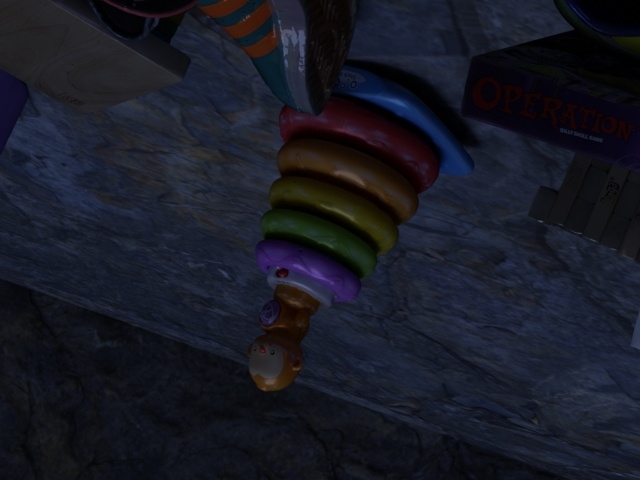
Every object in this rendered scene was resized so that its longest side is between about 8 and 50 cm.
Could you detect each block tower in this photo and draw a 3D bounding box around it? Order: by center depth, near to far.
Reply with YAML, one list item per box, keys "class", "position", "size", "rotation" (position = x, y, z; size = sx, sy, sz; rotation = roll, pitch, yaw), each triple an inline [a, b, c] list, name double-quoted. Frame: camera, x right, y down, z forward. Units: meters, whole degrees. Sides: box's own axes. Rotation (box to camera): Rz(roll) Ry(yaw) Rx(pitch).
- class: "block tower"
  position: [0.346, 0.007, 1.345]
  size: [0.335, 0.097, 0.091]
  rotation: [24, -175, 22]

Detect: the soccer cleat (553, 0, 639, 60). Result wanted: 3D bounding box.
- class: "soccer cleat"
  position: [0.278, -0.136, 1.027]
  size: [0.289, 0.093, 0.121]
  rotation: [18, -176, 25]

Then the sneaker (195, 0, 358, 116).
- class: "sneaker"
  position: [-0.052, -0.209, 1.280]
  size: [0.121, 0.108, 0.302]
  rotation: [18, 156, 19]

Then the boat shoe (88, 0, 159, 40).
- class: "boat shoe"
  position: [-0.165, -0.250, 1.288]
  size: [0.108, 0.102, 0.301]
  rotation: [21, 164, 6]

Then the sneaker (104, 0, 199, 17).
- class: "sneaker"
  position: [-0.222, -0.248, 1.117]
  size: [0.314, 0.116, 0.136]
  rotation: [30, 180, -19]

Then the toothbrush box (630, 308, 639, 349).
- class: "toothbrush box"
  position: [0.370, 0.022, 1.112]
  size: [0.206, 0.122, 0.283]
  rotation: [22, -155, 29]

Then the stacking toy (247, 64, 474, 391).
- class: "stacking toy"
  position: [0.000, 0.000, 1.523]
  size: [0.175, 0.302, 0.166]
  rotation: [12, 162, 38]

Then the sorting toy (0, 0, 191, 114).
- class: "sorting toy"
  position: [-0.267, -0.232, 1.524]
  size: [0.255, 0.089, 0.257]
  rotation: [30, 164, -24]

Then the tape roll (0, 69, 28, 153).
- class: "tape roll"
  position: [-0.499, -0.196, 1.980]
  size: [0.274, 0.090, 0.275]
  rotation: [22, 165, 6]

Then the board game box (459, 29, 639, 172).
- class: "board game box"
  position: [0.292, -0.069, 1.080]
  size: [0.346, 0.056, 0.208]
  rotation: [21, -161, 27]
